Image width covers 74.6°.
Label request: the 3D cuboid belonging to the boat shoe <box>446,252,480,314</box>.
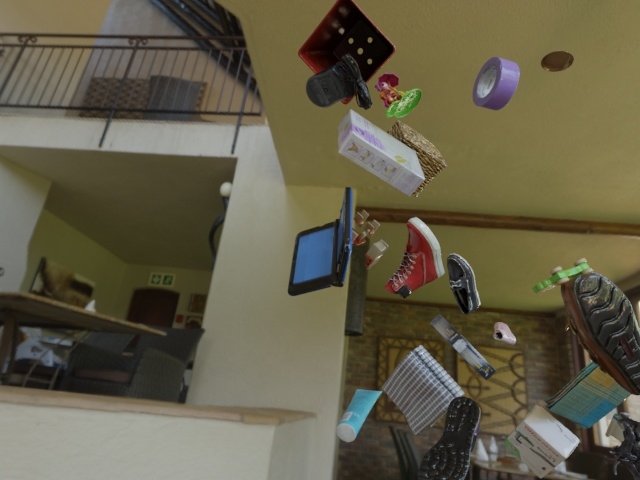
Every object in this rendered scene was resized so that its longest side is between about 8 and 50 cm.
[{"bbox_3d":[0.447,0.141,1.336,0.075,0.065,0.206,-9,-70,50],"label":"boat shoe"}]

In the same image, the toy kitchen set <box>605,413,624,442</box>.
[{"bbox_3d":[0.922,0.539,1.182,0.166,0.122,0.207,33,10,40],"label":"toy kitchen set"}]

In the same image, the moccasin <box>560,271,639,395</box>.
[{"bbox_3d":[0.674,0.209,1.008,0.380,0.139,0.147,43,-2,-21],"label":"moccasin"}]

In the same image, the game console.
[{"bbox_3d":[0.000,0.000,1.328,0.173,0.293,0.250,6,-45,-2],"label":"game console"}]

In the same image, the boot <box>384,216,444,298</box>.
[{"bbox_3d":[0.246,0.061,1.187,0.176,0.088,0.244,-32,-50,-4],"label":"boot"}]

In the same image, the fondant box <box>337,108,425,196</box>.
[{"bbox_3d":[0.225,-0.334,1.594,0.330,0.238,0.096,27,-57,-18],"label":"fondant box"}]

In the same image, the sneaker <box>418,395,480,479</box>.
[{"bbox_3d":[0.354,0.566,1.105,0.107,0.283,0.124,14,-42,38],"label":"sneaker"}]

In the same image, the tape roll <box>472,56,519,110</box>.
[{"bbox_3d":[0.690,-0.618,1.662,0.080,0.189,0.189,9,-21,-13],"label":"tape roll"}]

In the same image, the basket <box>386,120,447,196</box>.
[{"bbox_3d":[0.406,-0.396,2.009,0.299,0.214,0.223,25,-55,-26],"label":"basket"}]

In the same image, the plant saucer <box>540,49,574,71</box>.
[{"bbox_3d":[0.678,-0.518,1.204,0.083,0.015,0.083,14,-15,4],"label":"plant saucer"}]

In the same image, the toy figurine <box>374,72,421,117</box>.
[{"bbox_3d":[0.266,-0.561,1.592,0.173,0.159,0.130,-28,-22,-24],"label":"toy figurine"}]

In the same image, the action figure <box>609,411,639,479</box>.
[{"bbox_3d":[0.814,0.511,1.029,0.275,0.164,0.141,-7,-16,-2],"label":"action figure"}]

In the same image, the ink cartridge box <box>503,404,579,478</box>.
[{"bbox_3d":[0.757,0.697,1.457,0.160,0.092,0.220,41,-32,33],"label":"ink cartridge box"}]

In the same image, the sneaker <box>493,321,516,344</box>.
[{"bbox_3d":[0.720,0.364,1.689,0.070,0.051,0.134,17,19,-12],"label":"sneaker"}]

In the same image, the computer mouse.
[{"bbox_3d":[0.060,-0.530,1.440,0.272,0.072,0.189,8,-43,49],"label":"computer mouse"}]

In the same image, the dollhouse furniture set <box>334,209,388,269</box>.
[{"bbox_3d":[0.184,-0.001,2.021,0.262,0.259,0.135,-25,-27,-49],"label":"dollhouse furniture set"}]

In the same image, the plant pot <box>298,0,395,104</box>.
[{"bbox_3d":[0.124,-0.721,1.607,0.267,0.236,0.267,46,-60,-4],"label":"plant pot"}]

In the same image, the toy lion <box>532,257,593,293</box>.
[{"bbox_3d":[0.503,0.082,0.887,0.100,0.034,0.096,-16,-26,-13],"label":"toy lion"}]

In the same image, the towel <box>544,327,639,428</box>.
[{"bbox_3d":[0.929,0.452,1.356,0.271,0.040,0.370,31,-73,-26],"label":"towel"}]

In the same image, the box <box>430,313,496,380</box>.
[{"bbox_3d":[0.541,0.405,1.611,0.231,0.056,0.183,45,3,-18],"label":"box"}]

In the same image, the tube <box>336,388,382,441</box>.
[{"bbox_3d":[0.104,0.463,1.152,0.080,0.052,0.207,1,13,24],"label":"tube"}]

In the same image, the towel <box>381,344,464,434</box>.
[{"bbox_3d":[0.367,0.564,1.568,0.121,0.235,0.284,-22,-34,-39],"label":"towel"}]
